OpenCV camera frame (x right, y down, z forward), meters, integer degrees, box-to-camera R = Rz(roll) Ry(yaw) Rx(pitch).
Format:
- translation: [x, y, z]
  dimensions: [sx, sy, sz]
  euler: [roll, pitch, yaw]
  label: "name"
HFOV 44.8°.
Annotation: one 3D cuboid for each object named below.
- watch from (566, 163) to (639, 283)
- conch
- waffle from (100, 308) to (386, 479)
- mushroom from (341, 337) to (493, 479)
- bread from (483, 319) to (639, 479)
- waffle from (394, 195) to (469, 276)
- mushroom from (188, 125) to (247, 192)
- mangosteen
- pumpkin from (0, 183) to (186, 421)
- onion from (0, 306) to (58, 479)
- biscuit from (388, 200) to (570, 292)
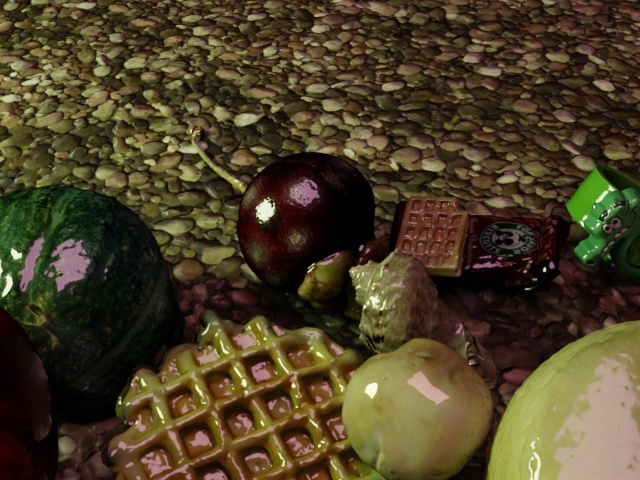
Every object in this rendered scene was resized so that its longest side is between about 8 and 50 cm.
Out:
- translation: [0.390, -0.042, 1.007]
  dimensions: [0.165, 0.131, 0.152]
  euler: [18, 31, -21]
  label: "watch"
- translation: [0.122, 0.089, 0.891]
  dimensions: [0.207, 0.130, 0.155]
  euler: [32, 34, 10]
  label: "conch"
- translation: [-0.063, 0.208, 0.808]
  dimensions: [0.316, 0.073, 0.297]
  euler: [16, 49, 8]
  label: "waffle"
- translation: [0.092, 0.166, 0.750]
  dimensions: [0.148, 0.148, 0.112]
  euler: [27, 5, 29]
  label: "mushroom"
- translation: [0.305, 0.216, 0.671]
  dimensions: [0.320, 0.237, 0.321]
  euler: [-3, 56, 4]
  label: "bread"
- translation: [0.144, -0.007, 0.996]
  dimensions: [0.092, 0.021, 0.135]
  euler: [2, 45, 20]
  label: "waffle"
- translation: [-0.148, -0.105, 1.208]
  dimensions: [0.025, 0.028, 0.286]
  euler: [21, 22, -44]
  label: "mushroom"
- translation: [0.000, 0.000, 0.968]
  dimensions: [0.194, 0.194, 0.231]
  euler: [-30, 72, -28]
  label: "mangosteen"
- translation: [-0.318, 0.053, 0.903]
  dimensions: [0.292, 0.197, 0.264]
  euler: [5, 44, 11]
  label: "pumpkin"
- translation: [-0.383, 0.184, 0.669]
  dimensions: [0.340, 0.341, 0.341]
  euler: [-1, 41, 1]
  label: "onion"
- translation: [0.208, 0.007, 1.026]
  dimensions: [0.235, 0.063, 0.151]
  euler: [1, 41, 17]
  label: "biscuit"
